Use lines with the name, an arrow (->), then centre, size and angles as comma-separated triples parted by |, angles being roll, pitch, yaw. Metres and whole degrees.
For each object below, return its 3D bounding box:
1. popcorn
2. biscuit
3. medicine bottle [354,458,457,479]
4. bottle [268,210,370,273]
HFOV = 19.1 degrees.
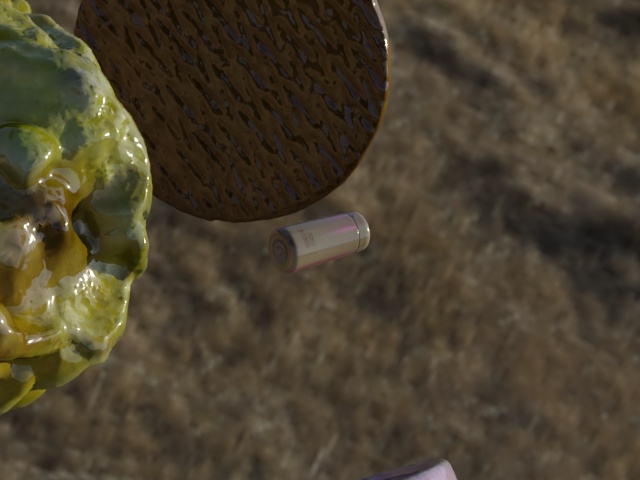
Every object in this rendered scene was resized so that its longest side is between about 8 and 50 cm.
popcorn -> -0.191, -0.012, 0.932 | 0.225, 0.174, 0.286 | -17, 50, 4
biscuit -> -0.069, -0.142, 1.492 | 0.262, 0.262, 0.037 | 27, 19, 6
medicine bottle -> 0.054, 0.354, 1.235 | 0.219, 0.219, 0.388 | -15, 86, -54
bottle -> 0.000, 0.000, 1.816 | 0.096, 0.045, 0.045 | -15, 43, -33
